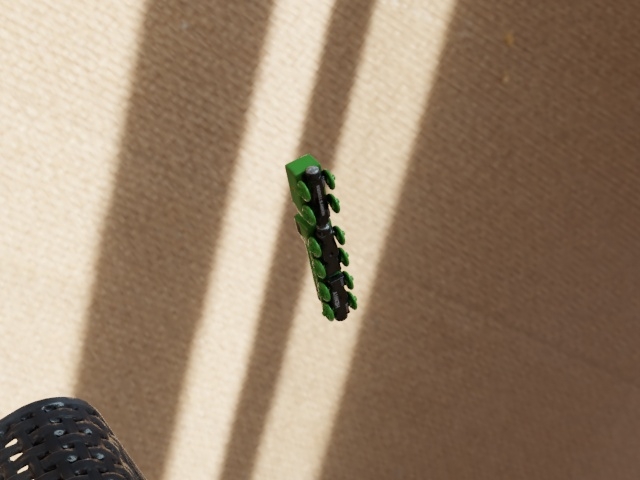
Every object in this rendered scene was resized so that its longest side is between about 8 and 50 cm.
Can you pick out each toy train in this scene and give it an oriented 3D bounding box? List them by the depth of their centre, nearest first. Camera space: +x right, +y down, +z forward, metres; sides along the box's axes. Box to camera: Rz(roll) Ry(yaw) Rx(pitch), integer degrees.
[{"bbox_3d":[0.000,0.000,0.545,0.017,0.024,0.083,-26,131,-18],"label":"toy train"}]

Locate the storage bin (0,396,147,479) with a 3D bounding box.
[{"bbox_3d":[-0.122,0.153,0.431,0.180,0.084,0.122,-31,135,-7],"label":"storage bin"}]
